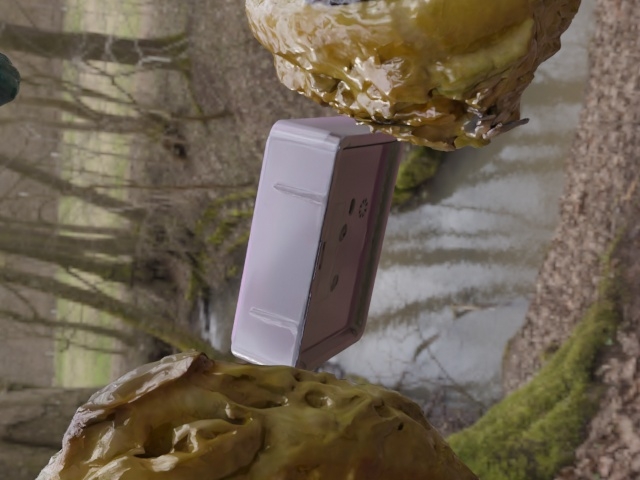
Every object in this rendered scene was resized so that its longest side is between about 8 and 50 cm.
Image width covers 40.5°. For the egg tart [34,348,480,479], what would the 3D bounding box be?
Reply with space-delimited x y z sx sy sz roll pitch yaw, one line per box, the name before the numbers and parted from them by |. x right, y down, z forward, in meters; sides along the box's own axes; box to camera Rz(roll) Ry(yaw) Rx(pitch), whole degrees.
egg tart | -0.039 0.219 0.419 0.129 0.341 0.341 0 86 59

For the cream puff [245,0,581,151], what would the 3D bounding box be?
cream puff | 0.052 -0.125 0.456 0.189 0.189 0.129 -104 1 -47

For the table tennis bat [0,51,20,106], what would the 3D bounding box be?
table tennis bat | -0.268 -0.057 0.518 0.033 0.201 0.124 67 -170 24

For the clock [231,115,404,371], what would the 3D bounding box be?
clock | 0.000 0.000 0.716 0.150 0.063 0.197 -20 -56 -63
